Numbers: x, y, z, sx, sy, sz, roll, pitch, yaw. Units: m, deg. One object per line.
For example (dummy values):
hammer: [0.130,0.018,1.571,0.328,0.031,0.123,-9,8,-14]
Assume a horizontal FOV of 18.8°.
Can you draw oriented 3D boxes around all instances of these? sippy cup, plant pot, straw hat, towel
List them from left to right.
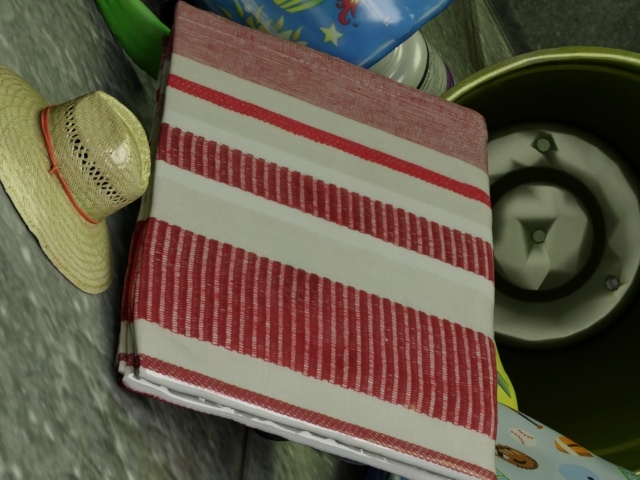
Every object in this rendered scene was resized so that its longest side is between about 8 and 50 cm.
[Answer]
straw hat: [-0.129,-0.047,1.096,0.144,0.061,0.144,57,16,-27]
sippy cup: [-0.013,-0.230,1.403,0.224,0.305,0.240,53,4,-5]
towel: [0.000,0.000,1.199,0.237,0.037,0.329,19,42,-15]
plant pot: [0.212,0.008,1.756,0.366,0.366,0.353,64,3,-5]

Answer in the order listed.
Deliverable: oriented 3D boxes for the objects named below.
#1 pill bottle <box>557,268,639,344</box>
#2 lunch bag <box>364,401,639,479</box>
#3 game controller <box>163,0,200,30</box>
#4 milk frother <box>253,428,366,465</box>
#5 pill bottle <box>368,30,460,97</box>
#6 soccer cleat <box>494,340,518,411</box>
pill bottle: [0.355,0.083,2.019,0.204,0.361,0.204,57,16,-27]
lunch bag: [0.131,0.212,1.352,0.243,0.115,0.303,26,16,0]
game controller: [-0.031,-0.042,1.482,0.166,0.067,0.319,5,60,-58]
milk frother: [0.026,0.101,1.271,0.143,0.129,0.135,50,18,-30]
pill bottle: [0.066,-0.159,1.904,0.193,0.108,0.108,41,27,-57]
soccer cleat: [0.093,0.079,1.509,0.121,0.093,0.289,-38,124,-63]
